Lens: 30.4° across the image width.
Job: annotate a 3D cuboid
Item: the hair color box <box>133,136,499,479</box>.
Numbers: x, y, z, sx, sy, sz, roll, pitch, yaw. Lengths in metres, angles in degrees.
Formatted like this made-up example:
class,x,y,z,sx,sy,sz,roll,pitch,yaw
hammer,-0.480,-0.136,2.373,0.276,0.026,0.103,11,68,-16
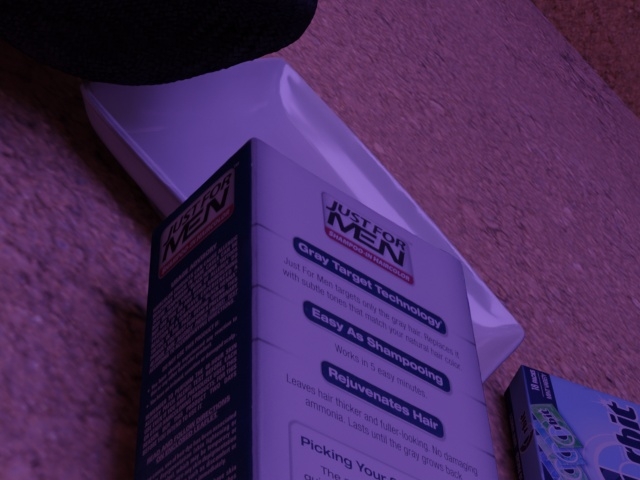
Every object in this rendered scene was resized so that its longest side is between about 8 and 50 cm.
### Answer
class,x,y,z,sx,sy,sz,roll,pitch,yaw
hair color box,0.001,0.126,0.611,0.174,0.105,0.347,30,37,-29

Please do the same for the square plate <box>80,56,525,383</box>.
class,x,y,z,sx,sy,sz,roll,pitch,yaw
square plate,0.000,0.000,0.932,0.344,0.049,0.347,49,24,7

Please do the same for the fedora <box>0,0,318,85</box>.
class,x,y,z,sx,sy,sz,roll,pitch,yaw
fedora,-0.117,-0.198,0.777,0.334,0.334,0.152,22,51,-43

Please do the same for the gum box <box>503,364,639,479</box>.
class,x,y,z,sx,sy,sz,roll,pitch,yaw
gum box,0.251,0.191,0.981,0.184,0.041,0.157,19,30,-8
